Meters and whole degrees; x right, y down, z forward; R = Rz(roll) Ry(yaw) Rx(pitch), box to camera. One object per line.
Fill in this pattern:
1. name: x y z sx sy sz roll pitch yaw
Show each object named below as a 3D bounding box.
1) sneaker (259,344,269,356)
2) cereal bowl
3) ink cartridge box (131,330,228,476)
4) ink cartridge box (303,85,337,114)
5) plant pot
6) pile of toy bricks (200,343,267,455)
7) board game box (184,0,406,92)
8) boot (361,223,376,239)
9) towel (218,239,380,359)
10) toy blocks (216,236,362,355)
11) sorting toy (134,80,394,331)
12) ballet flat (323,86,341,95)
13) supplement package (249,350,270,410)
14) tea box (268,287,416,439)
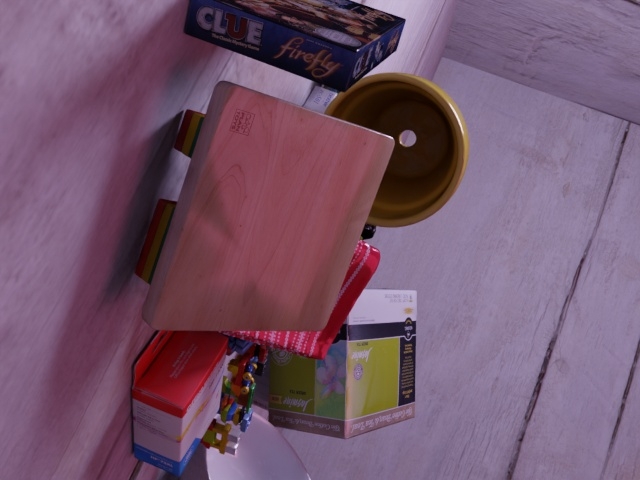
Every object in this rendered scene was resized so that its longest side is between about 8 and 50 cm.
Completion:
1. sneaker: -0.129 0.214 1.531 0.070 0.051 0.134 -61 167 -10
2. cereal bowl: -0.152 0.503 1.344 0.141 0.339 0.339 -38 -179 17
3. ink cartridge box: -0.197 0.210 0.976 0.134 0.078 0.231 -60 168 -45
4. ink cartridge box: -0.032 -0.162 1.203 0.097 0.046 0.207 98 16 -57
5. plant pot: 0.142 -0.170 1.239 0.239 0.254 0.254 -40 151 -69
6. pile of toy bricks: -0.166 0.254 1.192 0.118 0.105 0.212 -61 167 -58
7. board game box: -0.013 -0.226 0.732 0.243 0.165 0.042 -55 164 -61
8. boot: 0.076 -0.096 1.620 0.246 0.094 0.207 46 35 -75
9. towel: -0.041 0.059 0.949 0.275 0.031 0.199 26 97 -47
10. toy blocks: -0.089 0.050 1.049 0.261 0.191 0.381 -45 157 -42
11. sorting toy: -0.067 -0.031 0.788 0.255 0.089 0.257 8 106 -46
12. ballet flat: 0.036 -0.254 1.313 0.241 0.091 0.077 108 -26 -54
13. supplement package: -0.116 0.321 1.713 0.105 0.105 0.179 94 20 -64
14. tea box: 0.061 0.271 1.638 0.329 0.220 0.323 8 82 -55
